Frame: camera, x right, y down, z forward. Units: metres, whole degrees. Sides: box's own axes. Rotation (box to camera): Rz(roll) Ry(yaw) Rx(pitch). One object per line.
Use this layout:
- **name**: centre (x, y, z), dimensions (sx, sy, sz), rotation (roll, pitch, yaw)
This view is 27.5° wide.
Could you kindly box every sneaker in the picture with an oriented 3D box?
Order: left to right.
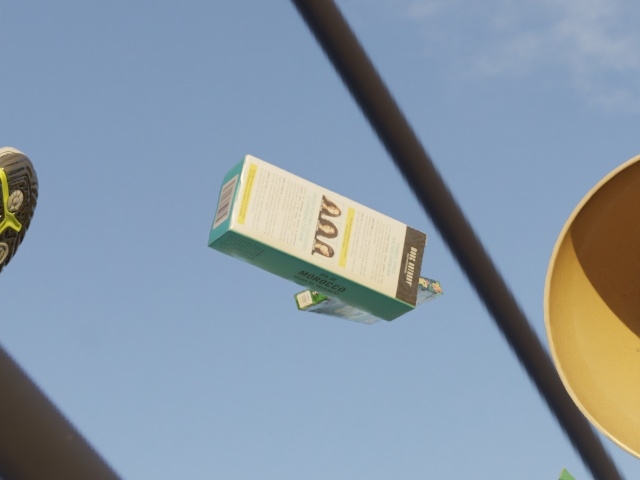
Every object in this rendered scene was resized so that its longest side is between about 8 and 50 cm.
- **sneaker**: centre (-0.526, 0.027, 1.742), dimensions (0.384, 0.147, 0.145), rotation (-54, -26, -2)

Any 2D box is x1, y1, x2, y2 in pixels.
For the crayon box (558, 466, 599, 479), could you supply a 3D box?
- **crayon box**: centre (0.315, 0.418, 1.450), dimensions (0.203, 0.323, 0.083), rotation (46, -47, -11)

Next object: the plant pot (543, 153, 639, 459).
- **plant pot**: centre (0.358, 0.051, 1.152), dimensions (0.284, 0.284, 0.191), rotation (-33, -9, 21)

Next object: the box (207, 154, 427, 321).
- **box**: centre (0.000, 0.000, 1.486), dimensions (0.244, 0.100, 0.060), rotation (24, -31, -22)

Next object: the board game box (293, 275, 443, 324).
- **board game box**: centre (0.077, 0.082, 1.953), dimensions (0.136, 0.030, 0.260), rotation (-21, -16, 22)
